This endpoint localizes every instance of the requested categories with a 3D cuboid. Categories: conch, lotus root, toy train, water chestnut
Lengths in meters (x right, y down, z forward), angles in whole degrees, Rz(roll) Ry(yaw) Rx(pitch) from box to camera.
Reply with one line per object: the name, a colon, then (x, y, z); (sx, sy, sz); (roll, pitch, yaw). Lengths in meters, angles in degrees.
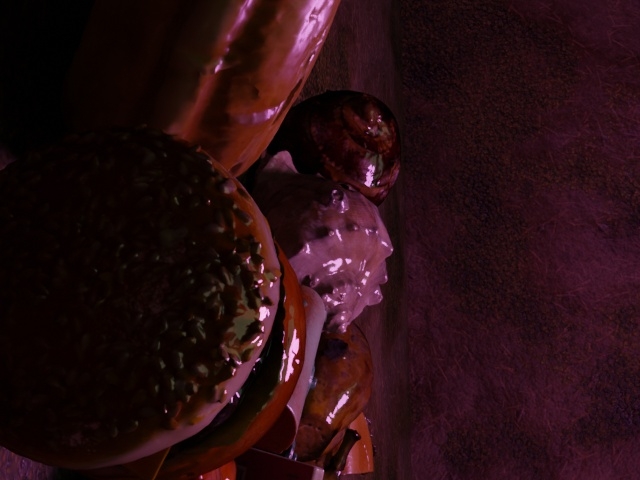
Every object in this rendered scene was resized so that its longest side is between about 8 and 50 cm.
conch: (0.008, -0.002, 1.876); (0.263, 0.186, 0.324); (21, 54, -47)
lotus root: (-0.006, 0.217, 1.907); (0.291, 0.193, 0.193); (-67, 152, -66)
toy train: (-0.059, 0.182, 1.665); (0.285, 0.116, 0.177); (-73, -178, -55)
water chestnut: (0.021, -0.134, 2.102); (0.224, 0.238, 0.223); (26, 52, -40)

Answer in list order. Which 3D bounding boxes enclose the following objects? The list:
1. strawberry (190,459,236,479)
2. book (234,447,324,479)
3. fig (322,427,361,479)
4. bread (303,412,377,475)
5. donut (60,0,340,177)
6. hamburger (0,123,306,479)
strawberry: (-0.149, 0.316, 1.288); (0.336, 0.149, 0.265); (74, 2, -86)
book: (-0.080, 0.357, 1.456); (0.022, 0.162, 0.232); (15, 84, -46)
fig: (-0.025, 0.374, 1.748); (0.274, 0.145, 0.170); (-56, 148, -25)
bread: (0.015, 0.326, 2.098); (0.160, 0.140, 0.169); (55, 33, -59)
donut: (-0.094, -0.245, 1.183); (0.449, 0.198, 0.449); (-158, -90, -77)
hamburger: (-0.150, 0.049, 0.978); (0.225, 0.291, 0.291); (59, 31, -64)
